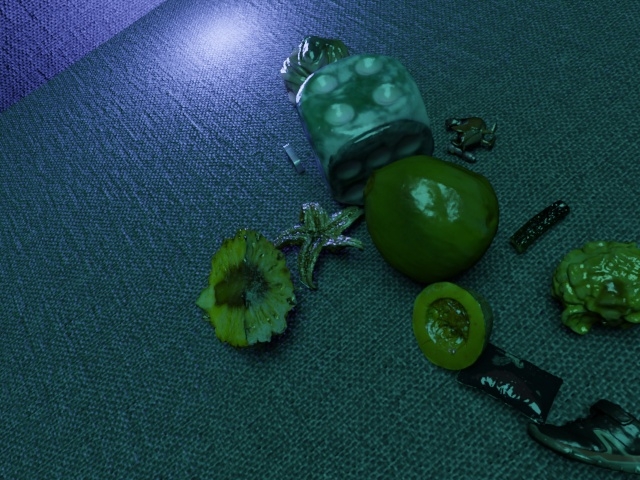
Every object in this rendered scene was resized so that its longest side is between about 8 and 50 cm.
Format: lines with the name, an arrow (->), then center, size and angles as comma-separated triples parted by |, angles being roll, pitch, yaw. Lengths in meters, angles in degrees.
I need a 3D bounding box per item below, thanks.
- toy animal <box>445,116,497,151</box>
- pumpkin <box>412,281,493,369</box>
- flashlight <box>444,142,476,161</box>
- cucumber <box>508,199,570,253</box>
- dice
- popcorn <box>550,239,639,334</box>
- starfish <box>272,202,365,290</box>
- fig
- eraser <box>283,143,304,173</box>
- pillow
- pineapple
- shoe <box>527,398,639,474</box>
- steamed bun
toy animal -> 0.460, -0.344, 1.353 | 0.179, 0.089, 0.188 | 25, 52, 32
pumpkin -> 0.345, 0.205, 1.064 | 0.110, 0.217, 0.217 | -5, 51, -32
flashlight -> 0.449, -0.282, 1.360 | 0.110, 0.031, 0.052 | 39, 41, 25
cucumber -> 0.602, -0.042, 1.168 | 0.187, 0.058, 0.058 | -38, 59, -7
dice -> 0.131, -0.327, 1.294 | 0.328, 0.330, 0.348 | -22, 55, 2
popcorn -> 0.671, 0.115, 0.988 | 0.235, 0.181, 0.216 | 13, 68, 27
starfish -> 0.002, 0.004, 1.287 | 0.312, 0.113, 0.303 | 8, 61, 30
fig -> 0.270, -0.061, 1.095 | 0.343, 0.343, 0.343 | -7, 60, 12
eraser -> -0.094, -0.289, 1.498 | 0.026, 0.065, 0.105 | -31, 57, -1
pillow -> 0.441, 0.322, 0.995 | 0.208, 0.055, 0.141 | 21, 55, 36
pineapple -> -0.212, 0.160, 1.247 | 0.286, 0.209, 0.344 | -24, 64, 44
shoe -> 0.596, 0.403, 0.886 | 0.291, 0.114, 0.137 | 3, 68, 15
steamed bun -> -0.026, -0.659, 1.603 | 0.280, 0.207, 0.267 | -6, 61, 15
